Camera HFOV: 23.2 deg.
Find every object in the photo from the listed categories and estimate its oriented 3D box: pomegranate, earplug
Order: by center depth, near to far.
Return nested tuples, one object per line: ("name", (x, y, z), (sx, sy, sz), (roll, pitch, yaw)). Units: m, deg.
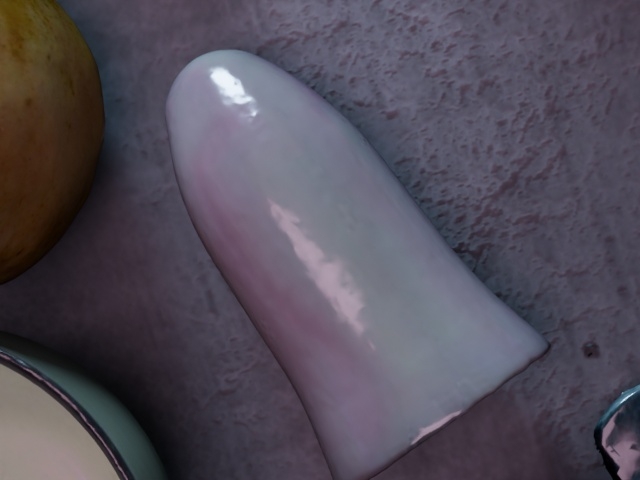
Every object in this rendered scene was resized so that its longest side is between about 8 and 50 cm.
("earplug", (0.000, 0.000, 1.053), (0.172, 0.172, 0.301), (-37, 81, 15))
("pomegranate", (-0.276, -0.099, 1.057), (0.252, 0.229, 0.271), (9, 94, 11))

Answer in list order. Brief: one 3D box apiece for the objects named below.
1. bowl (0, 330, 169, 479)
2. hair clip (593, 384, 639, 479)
("bowl", (-0.248, 0.216, 1.116), (0.353, 0.185, 0.354), (2, 98, 13))
("hair clip", (0.265, 0.194, 0.984), (0.310, 0.206, 0.195), (-27, 96, 2))
